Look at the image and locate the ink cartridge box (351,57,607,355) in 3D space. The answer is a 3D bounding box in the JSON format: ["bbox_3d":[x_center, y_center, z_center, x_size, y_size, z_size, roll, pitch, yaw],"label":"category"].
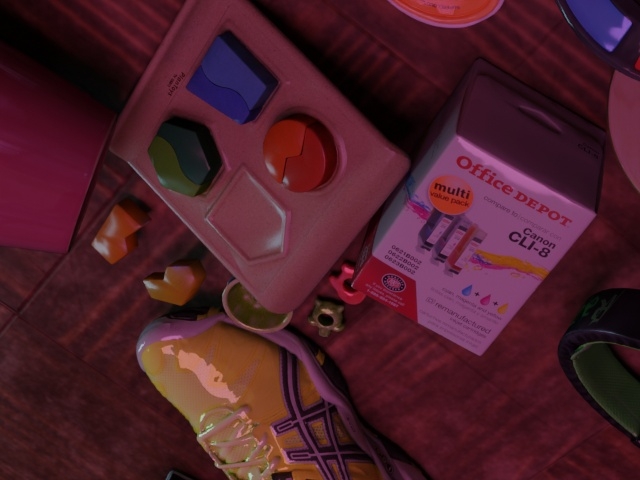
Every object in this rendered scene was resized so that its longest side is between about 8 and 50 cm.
[{"bbox_3d":[0.128,-0.027,1.034,0.128,0.127,0.176,29,127,-5],"label":"ink cartridge box"}]

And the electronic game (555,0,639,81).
[{"bbox_3d":[0.262,-0.213,0.862,0.229,0.048,0.229,3,99,19],"label":"electronic game"}]

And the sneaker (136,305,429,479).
[{"bbox_3d":[-0.027,0.215,1.243,0.384,0.147,0.145,42,127,-14],"label":"sneaker"}]

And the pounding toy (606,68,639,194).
[{"bbox_3d":[0.322,-0.119,0.937,0.183,0.110,0.237,33,103,16],"label":"pounding toy"}]

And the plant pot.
[{"bbox_3d":[-0.275,-0.078,1.071,0.180,0.201,0.201,20,128,-7],"label":"plant pot"}]

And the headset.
[{"bbox_3d":[0.361,0.195,1.046,0.394,0.185,0.243,33,162,8],"label":"headset"}]

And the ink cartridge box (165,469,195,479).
[{"bbox_3d":[-0.158,0.426,1.491,0.175,0.069,0.371,26,130,-3],"label":"ink cartridge box"}]

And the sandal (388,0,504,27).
[{"bbox_3d":[0.033,-0.249,0.931,0.102,0.076,0.265,-29,113,31],"label":"sandal"}]

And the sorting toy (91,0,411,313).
[{"bbox_3d":[-0.087,-0.041,1.103,0.229,0.041,0.307,43,127,7],"label":"sorting toy"}]

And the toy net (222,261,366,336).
[{"bbox_3d":[0.000,0.000,1.142,0.122,0.045,0.232,24,128,-1],"label":"toy net"}]
